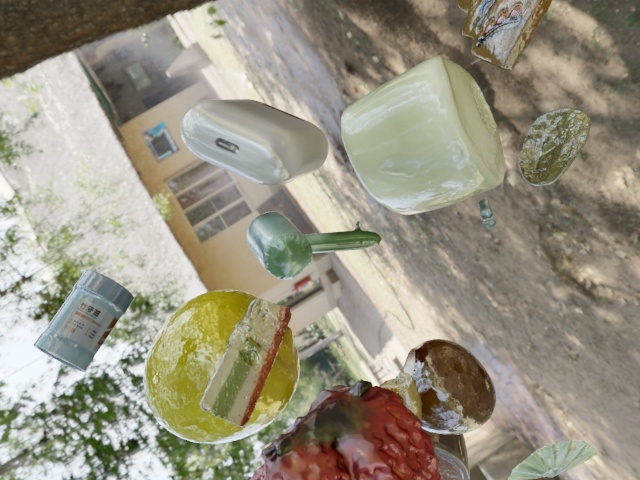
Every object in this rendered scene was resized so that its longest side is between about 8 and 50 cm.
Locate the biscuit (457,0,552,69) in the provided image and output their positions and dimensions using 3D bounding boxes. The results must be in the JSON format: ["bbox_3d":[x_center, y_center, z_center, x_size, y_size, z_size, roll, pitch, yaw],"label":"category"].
[{"bbox_3d":[0.313,-0.415,0.885,0.278,0.043,0.301,144,138,-59],"label":"biscuit"}]

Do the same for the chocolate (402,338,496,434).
[{"bbox_3d":[0.223,0.254,0.926,0.177,0.176,0.177,58,175,8],"label":"chocolate"}]

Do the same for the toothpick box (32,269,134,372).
[{"bbox_3d":[-0.415,0.142,0.952,0.101,0.153,0.101,21,154,11],"label":"toothpick box"}]

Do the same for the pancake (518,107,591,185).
[{"bbox_3d":[0.655,-0.264,1.499,0.050,0.242,0.242,21,-168,-22],"label":"pancake"}]

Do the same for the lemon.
[{"bbox_3d":[-0.216,0.276,1.185,0.348,0.348,0.348,58,175,8],"label":"lemon"}]

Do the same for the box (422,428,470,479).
[{"bbox_3d":[0.250,0.570,1.474,0.301,0.301,0.216,61,-159,-19],"label":"box"}]

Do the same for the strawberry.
[{"bbox_3d":[0.034,0.308,0.589,0.257,0.261,0.261,43,169,24],"label":"strawberry"}]

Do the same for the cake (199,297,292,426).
[{"bbox_3d":[-0.129,0.211,0.915,0.086,0.220,0.117,23,146,-3],"label":"cake"}]

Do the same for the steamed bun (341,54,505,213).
[{"bbox_3d":[0.284,-0.236,1.456,0.456,0.371,0.290,28,-132,-47],"label":"steamed bun"}]

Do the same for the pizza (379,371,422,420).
[{"bbox_3d":[0.082,0.315,0.783,0.134,0.271,0.056,19,-170,-35],"label":"pizza"}]

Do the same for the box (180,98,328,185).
[{"bbox_3d":[-0.143,-0.239,1.272,0.288,0.141,0.349,23,-161,10],"label":"box"}]

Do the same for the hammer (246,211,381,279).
[{"bbox_3d":[0.000,0.000,1.300,0.206,0.335,0.119,-136,46,-57],"label":"hammer"}]

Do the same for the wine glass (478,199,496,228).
[{"bbox_3d":[0.454,-0.076,1.469,0.042,0.039,0.083,58,-154,-44],"label":"wine glass"}]

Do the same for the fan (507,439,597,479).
[{"bbox_3d":[0.574,0.544,1.326,0.009,0.240,0.131,-112,9,-61],"label":"fan"}]
